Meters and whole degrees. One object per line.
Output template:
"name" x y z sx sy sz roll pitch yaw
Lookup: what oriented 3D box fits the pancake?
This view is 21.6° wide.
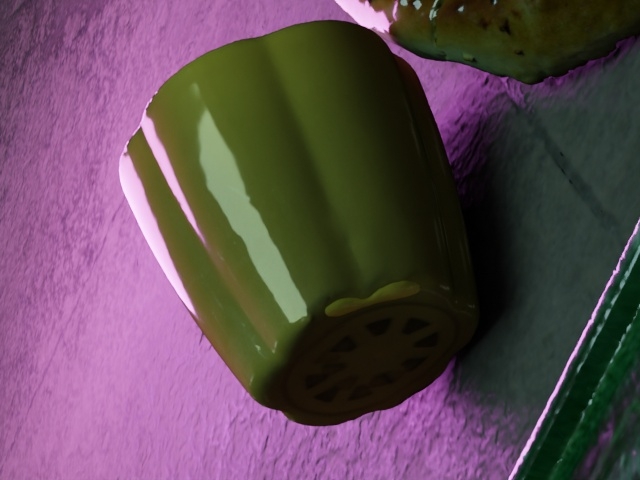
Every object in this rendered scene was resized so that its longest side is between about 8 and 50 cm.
"pancake" 0.118 -0.193 0.906 0.376 0.054 0.197 -25 73 49

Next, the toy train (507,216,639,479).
"toy train" 0.173 0.111 0.610 0.266 0.145 0.202 -66 24 18

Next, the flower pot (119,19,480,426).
"flower pot" 0.000 0.000 0.983 0.195 0.195 0.179 -54 47 37
